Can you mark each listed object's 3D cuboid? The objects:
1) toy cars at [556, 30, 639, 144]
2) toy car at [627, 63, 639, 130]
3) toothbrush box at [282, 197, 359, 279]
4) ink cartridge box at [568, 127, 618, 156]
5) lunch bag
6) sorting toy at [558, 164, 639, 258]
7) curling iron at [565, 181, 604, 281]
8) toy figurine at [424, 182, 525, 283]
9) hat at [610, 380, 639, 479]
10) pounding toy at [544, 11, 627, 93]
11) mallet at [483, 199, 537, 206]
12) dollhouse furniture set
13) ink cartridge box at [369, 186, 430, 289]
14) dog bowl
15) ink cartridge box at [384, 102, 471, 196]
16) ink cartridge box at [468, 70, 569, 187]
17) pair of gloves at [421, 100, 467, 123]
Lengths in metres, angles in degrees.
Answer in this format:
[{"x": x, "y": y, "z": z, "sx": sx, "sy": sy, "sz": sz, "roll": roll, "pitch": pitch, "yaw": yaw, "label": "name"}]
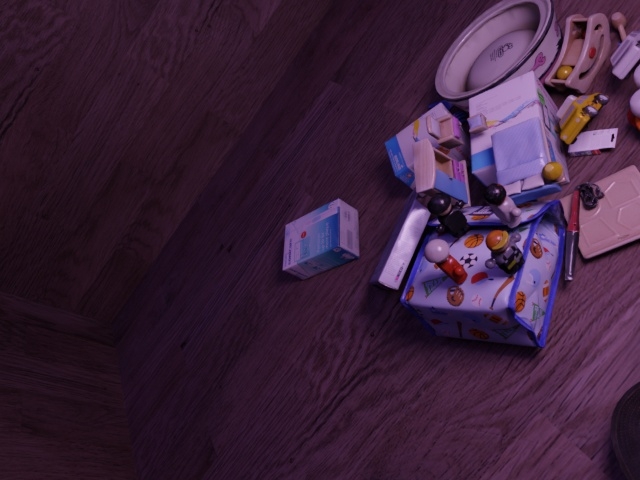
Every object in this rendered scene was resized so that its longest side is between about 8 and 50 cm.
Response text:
[{"x": 0.738, "y": -0.415, "z": 1.233, "sx": 0.087, "sy": 0.176, "sz": 0.393, "roll": 40, "pitch": 94, "yaw": 17, "label": "toy cars"}, {"x": 0.829, "y": -0.344, "z": 1.164, "sx": 0.136, "sy": 0.159, "sz": 0.181, "roll": 122, "pitch": 165, "yaw": -75, "label": "toy car"}, {"x": 0.000, "y": 0.000, "z": 1.836, "sx": 0.296, "sy": 0.126, "sz": 0.216, "roll": -24, "pitch": 51, "yaw": 38, "label": "toothbrush box"}, {"x": 0.740, "y": -0.264, "z": 1.279, "sx": 0.115, "sy": 0.029, "sz": 0.062, "roll": 3, "pitch": 68, "yaw": 47, "label": "ink cartridge box"}, {"x": 0.439, "y": 0.053, "z": 1.255, "sx": 0.328, "sy": 0.239, "sz": 0.385, "roll": -1, "pitch": 51, "yaw": 47, "label": "lunch bag"}, {"x": 0.722, "y": -0.068, "z": 1.175, "sx": 0.193, "sy": 0.038, "sz": 0.208, "roll": -30, "pitch": 43, "yaw": 32, "label": "sorting toy"}, {"x": 0.642, "y": -0.028, "z": 1.172, "sx": 0.068, "sy": 0.035, "sz": 0.273, "roll": 3, "pitch": 66, "yaw": 51, "label": "curling iron"}, {"x": 0.353, "y": -0.021, "z": 1.092, "sx": 0.210, "sy": 0.148, "sz": 0.212, "roll": -13, "pitch": 50, "yaw": 38, "label": "toy figurine"}, {"x": 0.707, "y": 0.385, "z": 0.827, "sx": 0.331, "sy": 0.134, "sz": 0.331, "roll": -39, "pitch": 25, "yaw": 21, "label": "hat"}, {"x": 0.768, "y": -0.543, "z": 1.322, "sx": 0.155, "sy": 0.154, "sz": 0.269, "roll": 32, "pitch": 92, "yaw": 51, "label": "pounding toy"}, {"x": 0.529, "y": -0.109, "z": 1.382, "sx": 0.190, "sy": 0.062, "sz": 0.039, "roll": -7, "pitch": 61, "yaw": 45, "label": "mallet"}, {"x": 0.411, "y": -0.241, "z": 1.168, "sx": 0.304, "sy": 0.198, "sz": 0.286, "roll": -16, "pitch": 69, "yaw": 41, "label": "dollhouse furniture set"}, {"x": 0.255, "y": -0.005, "z": 1.456, "sx": 0.330, "sy": 0.072, "sz": 0.324, "roll": -64, "pitch": -4, "yaw": -4, "label": "ink cartridge box"}, {"x": 0.575, "y": -0.575, "z": 1.511, "sx": 0.408, "sy": 0.150, "sz": 0.407, "roll": -38, "pitch": 34, "yaw": 31, "label": "dog bowl"}, {"x": 0.372, "y": -0.299, "z": 1.583, "sx": 0.233, "sy": 0.171, "sz": 0.168, "roll": -34, "pitch": 46, "yaw": 29, "label": "ink cartridge box"}, {"x": 0.561, "y": -0.291, "z": 1.352, "sx": 0.197, "sy": 0.198, "sz": 0.269, "roll": -18, "pitch": 55, "yaw": 40, "label": "ink cartridge box"}, {"x": 0.446, "y": -0.444, "z": 1.713, "sx": 0.159, "sy": 0.023, "sz": 0.198, "roll": -31, "pitch": 46, "yaw": 31, "label": "pair of gloves"}]
